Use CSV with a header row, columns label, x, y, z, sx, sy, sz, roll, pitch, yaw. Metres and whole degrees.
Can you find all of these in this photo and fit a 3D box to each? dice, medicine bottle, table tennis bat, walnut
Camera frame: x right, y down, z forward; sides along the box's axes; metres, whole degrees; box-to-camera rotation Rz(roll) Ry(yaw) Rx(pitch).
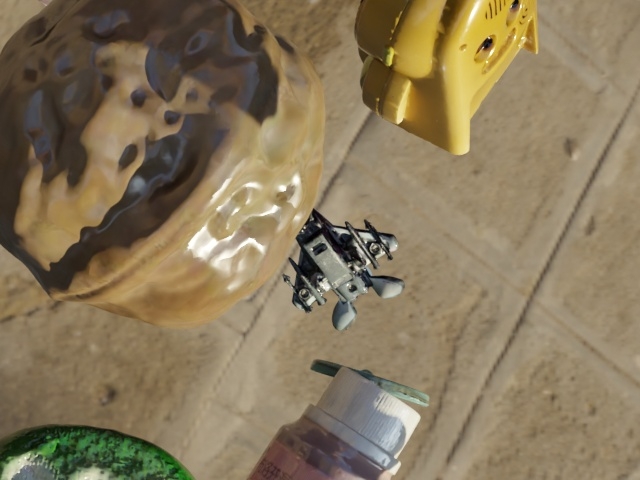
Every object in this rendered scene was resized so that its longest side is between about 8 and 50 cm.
label,x,y,z,sx,sy,sz,roll,pitch,yaw
dice,-0.315,0.416,1.438,0.297,0.300,0.287,20,46,-18
medicine bottle,-0.002,0.260,1.216,0.147,0.147,0.247,36,81,-21
table tennis bat,0.057,0.176,1.452,0.149,0.237,0.038,17,82,-2
walnut,-0.126,-0.065,0.888,0.273,0.227,0.273,-33,138,-36

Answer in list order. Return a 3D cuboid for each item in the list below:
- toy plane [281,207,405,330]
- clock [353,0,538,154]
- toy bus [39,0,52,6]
label,x,y,z,sx,sy,sz,roll,pitch,yaw
toy plane,0.000,0.003,1.554,0.169,0.078,0.246,-33,119,12
clock,0.159,-0.285,1.458,0.200,0.317,0.244,29,74,13
toy bus,-0.244,-0.345,1.347,0.090,0.274,0.112,34,63,-19
